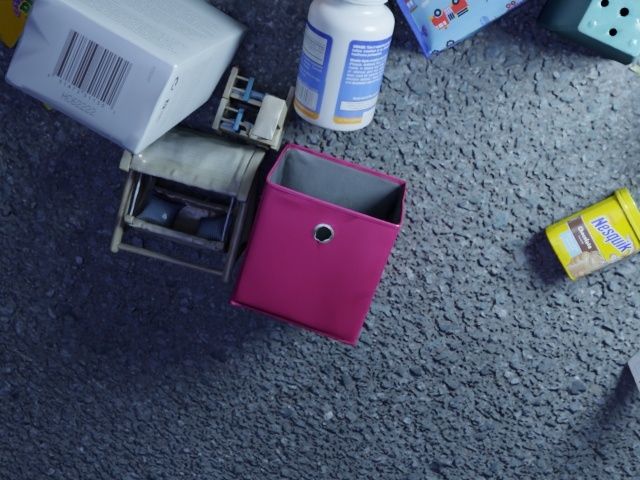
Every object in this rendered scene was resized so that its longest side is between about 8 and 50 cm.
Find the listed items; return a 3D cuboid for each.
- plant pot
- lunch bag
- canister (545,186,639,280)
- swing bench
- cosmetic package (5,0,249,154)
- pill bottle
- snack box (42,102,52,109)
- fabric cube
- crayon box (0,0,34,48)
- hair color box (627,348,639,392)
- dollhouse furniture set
[{"bbox_3d":[0.478,-0.385,1.346,0.166,0.234,0.165,24,113,-1],"label":"plant pot"},{"bbox_3d":[0.217,-0.500,1.413,0.221,0.138,0.293,-28,95,21],"label":"lunch bag"},{"bbox_3d":[0.534,-0.008,1.572,0.170,0.073,0.126,-28,104,20],"label":"canister"},{"bbox_3d":[-0.258,-0.086,1.623,0.253,0.165,0.254,14,112,4],"label":"swing bench"},{"bbox_3d":[-0.301,-0.320,1.380,0.230,0.453,0.161,30,113,-3],"label":"cosmetic package"},{"bbox_3d":[0.045,-0.345,1.450,0.152,0.152,0.272,15,125,3],"label":"pill bottle"},{"bbox_3d":[-0.523,-0.342,1.634,0.141,0.037,0.100,-34,103,19],"label":"snack box"},{"bbox_3d":[0.000,0.000,1.562,0.254,0.259,0.258,19,113,0],"label":"fabric cube"},{"bbox_3d":[-0.560,-0.523,1.545,0.165,0.081,0.278,41,112,-7],"label":"crayon box"},{"bbox_3d":[0.667,0.262,1.604,0.053,0.167,0.093,35,113,-5],"label":"hair color box"},{"bbox_3d":[-0.123,-0.252,1.508,0.129,0.184,0.129,19,89,1],"label":"dollhouse furniture set"}]
